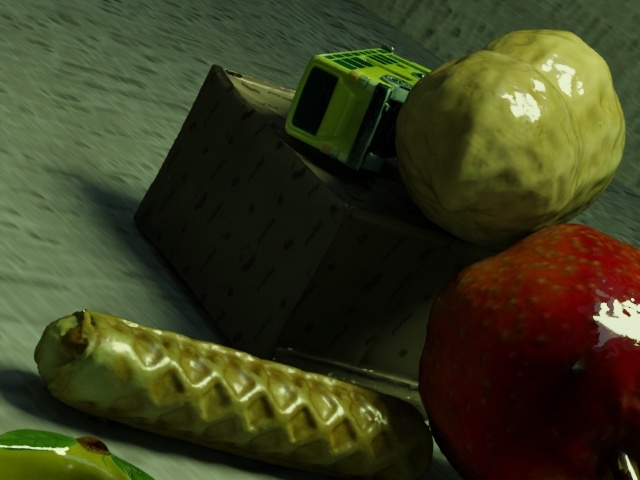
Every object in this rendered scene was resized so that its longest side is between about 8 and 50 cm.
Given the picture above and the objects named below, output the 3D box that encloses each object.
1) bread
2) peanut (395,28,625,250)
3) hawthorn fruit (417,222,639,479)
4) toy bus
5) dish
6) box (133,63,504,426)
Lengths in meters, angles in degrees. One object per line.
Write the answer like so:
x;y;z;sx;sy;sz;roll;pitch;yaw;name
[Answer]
-0.054;0.125;1.329;0.367;0.084;0.077;21;62;-37;bread
0.170;-0.090;1.519;0.169;0.192;0.387;40;18;8;peanut
0.207;0.138;1.383;0.254;0.254;0.300;23;30;-27;hawthorn fruit
0.046;-0.124;1.588;0.101;0.088;0.175;26;17;16;toy bus
-0.150;0.182;0.956;0.149;0.080;0.208;25;16;-5;dish
0.000;0.000;1.634;0.225;0.190;0.297;17;19;-37;box
